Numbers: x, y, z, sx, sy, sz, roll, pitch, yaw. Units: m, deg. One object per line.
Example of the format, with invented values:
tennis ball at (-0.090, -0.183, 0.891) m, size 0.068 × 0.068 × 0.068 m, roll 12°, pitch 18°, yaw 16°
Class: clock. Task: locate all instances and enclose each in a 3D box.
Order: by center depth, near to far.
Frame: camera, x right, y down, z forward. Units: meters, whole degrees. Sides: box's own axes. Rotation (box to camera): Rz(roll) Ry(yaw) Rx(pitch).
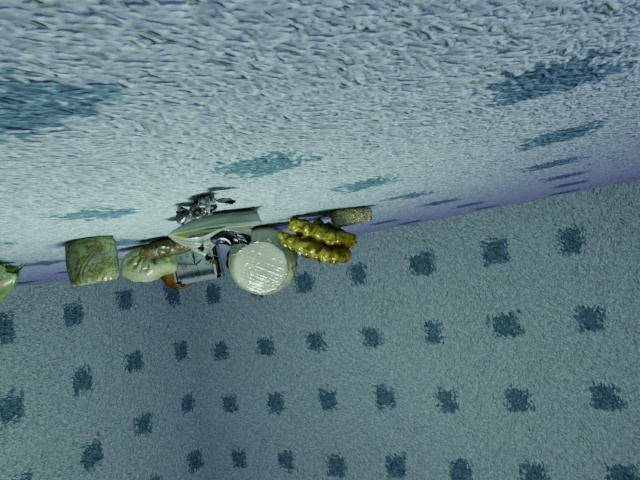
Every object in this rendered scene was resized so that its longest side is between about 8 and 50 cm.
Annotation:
clock at (-0.544, 0.089, 2.135) m, size 0.253 × 0.186 × 0.083 m, roll -10°, pitch -178°, yaw 19°

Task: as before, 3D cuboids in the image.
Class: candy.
candy at (-0.284, -0.082, 1.182) m, size 0.094 × 0.051 × 0.226 m, roll -20°, pitch -175°, yaw -36°

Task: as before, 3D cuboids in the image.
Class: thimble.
thimble at (-0.746, 0.069, 1.573) m, size 0.190 × 0.143 × 0.137 m, roll -10°, pitch 177°, yaw 19°

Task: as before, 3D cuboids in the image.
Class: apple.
apple at (-0.768, 0.150, 2.629) m, size 0.237 × 0.207 × 0.237 m, roll -26°, pitch 169°, yaw -5°

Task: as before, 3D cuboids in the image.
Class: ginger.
ginger at (-0.558, 0.017, 1.856) m, size 0.333 × 0.080 × 0.166 m, roll -17°, pitch -169°, yaw 8°

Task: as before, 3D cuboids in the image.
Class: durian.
durian at (-1.151, 0.143, 1.690) m, size 0.169 × 0.158 × 0.352 m, roll -21°, pitch 176°, yaw -15°

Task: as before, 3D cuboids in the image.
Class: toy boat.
toy boat at (-0.313, -0.019, 1.475) m, size 0.269 × 0.141 × 0.141 m, roll -23°, pitch -178°, yaw -21°

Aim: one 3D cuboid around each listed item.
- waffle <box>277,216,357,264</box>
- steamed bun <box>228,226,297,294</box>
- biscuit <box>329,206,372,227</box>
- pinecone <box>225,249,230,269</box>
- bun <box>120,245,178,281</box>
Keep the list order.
waffle at (0.000, 0.000, 1.944) m, size 0.261 × 0.151 × 0.324 m, roll 24°, pitch -169°, yaw 18°
steamed bun at (-0.240, 0.075, 2.077) m, size 0.309 × 0.309 × 0.309 m, roll -9°, pitch 177°, yaw -1°
biscuit at (0.122, -0.094, 1.917) m, size 0.168 × 0.070 × 0.082 m, roll -9°, pitch -175°, yaw -23°
pinecone at (-0.319, 0.099, 2.433) m, size 0.298 × 0.242 × 0.296 m, roll -16°, pitch 174°, yaw 1°
bun at (-0.714, 0.083, 2.029) m, size 0.229 × 0.145 × 0.229 m, roll 4°, pitch -155°, yaw -2°
